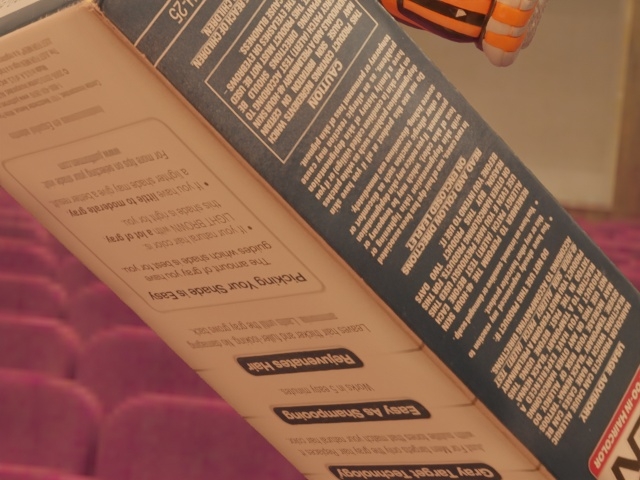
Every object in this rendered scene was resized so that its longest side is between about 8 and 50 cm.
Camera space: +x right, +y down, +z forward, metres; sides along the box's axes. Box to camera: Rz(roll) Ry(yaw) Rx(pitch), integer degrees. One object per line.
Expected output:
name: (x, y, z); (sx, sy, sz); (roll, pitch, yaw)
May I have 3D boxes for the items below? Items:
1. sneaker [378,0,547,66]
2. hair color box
sneaker: (0.097, -0.230, 1.503); (0.180, 0.125, 0.321); (21, 13, 6)
hair color box: (0.000, 0.000, 0.834); (0.347, 0.105, 0.174); (46, -30, -23)
